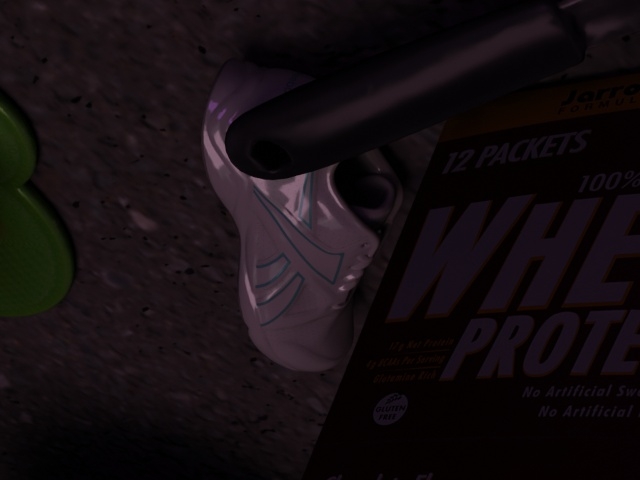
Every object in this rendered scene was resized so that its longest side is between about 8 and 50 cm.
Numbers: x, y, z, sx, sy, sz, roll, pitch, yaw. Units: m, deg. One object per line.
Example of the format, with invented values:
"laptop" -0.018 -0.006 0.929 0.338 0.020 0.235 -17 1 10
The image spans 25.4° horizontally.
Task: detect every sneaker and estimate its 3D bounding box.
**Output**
"sneaker" 0.000 0.000 0.533 0.061 0.054 0.152 6 139 18

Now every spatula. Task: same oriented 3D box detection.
"spatula" 0.092 -0.063 0.405 0.296 0.030 0.084 -15 129 34

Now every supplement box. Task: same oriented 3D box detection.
"supplement box" 0.108 0.080 0.452 0.129 0.194 0.191 -6 134 34

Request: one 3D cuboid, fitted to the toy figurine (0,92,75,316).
"toy figurine" -0.190 0.035 0.590 0.130 0.159 0.173 27 142 -3
